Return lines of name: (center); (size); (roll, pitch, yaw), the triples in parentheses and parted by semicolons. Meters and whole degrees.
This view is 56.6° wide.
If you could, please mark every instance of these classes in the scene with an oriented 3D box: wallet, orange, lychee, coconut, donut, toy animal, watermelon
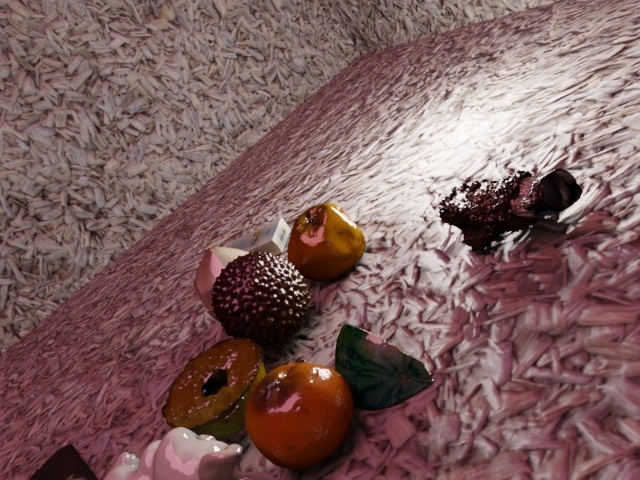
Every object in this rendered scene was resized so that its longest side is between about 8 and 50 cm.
wallet: (-0.708, 0.666, 1.609); (0.170, 0.044, 0.321); (-45, 26, -25)
orange: (-0.044, 0.337, 1.177); (0.224, 0.170, 0.224); (-30, 27, 17)
lychee: (-0.162, 0.161, 1.557); (0.267, 0.267, 0.267); (-29, 24, 15)
coconut: (-0.279, 0.126, 1.809); (0.224, 0.234, 0.224); (-34, 22, 15)
donut: (-0.234, 0.359, 1.392); (0.272, 0.107, 0.272); (-22, 27, 12)
toy animal: (-0.258, 0.497, 1.149); (0.368, 0.196, 0.241); (-31, 31, 15)
orange: (0.000, 0.000, 1.732); (0.249, 0.183, 0.249); (-28, 24, 14)
watermelon: (0.099, 0.272, 1.213); (0.231, 0.128, 0.146); (16, 73, 58)

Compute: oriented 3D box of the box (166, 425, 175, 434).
box: (-0.324, 0.434, 1.513); (0.111, 0.060, 0.156); (-32, 23, 12)

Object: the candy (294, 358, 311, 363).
candy: (-0.092, 0.349, 1.394); (0.185, 0.049, 0.055); (-43, -15, 4)

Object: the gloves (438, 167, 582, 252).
gloves: (0.420, -0.079, 1.374); (0.210, 0.135, 0.312); (-48, 26, -26)

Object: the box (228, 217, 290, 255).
box: (-0.235, 0.024, 2.145); (0.243, 0.067, 0.155); (-25, 27, 24)
